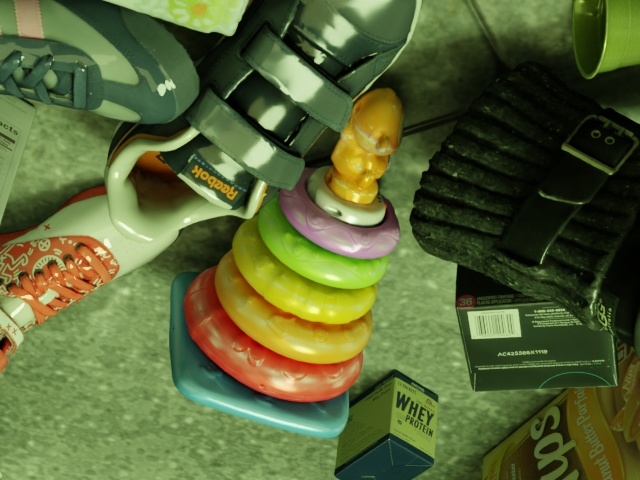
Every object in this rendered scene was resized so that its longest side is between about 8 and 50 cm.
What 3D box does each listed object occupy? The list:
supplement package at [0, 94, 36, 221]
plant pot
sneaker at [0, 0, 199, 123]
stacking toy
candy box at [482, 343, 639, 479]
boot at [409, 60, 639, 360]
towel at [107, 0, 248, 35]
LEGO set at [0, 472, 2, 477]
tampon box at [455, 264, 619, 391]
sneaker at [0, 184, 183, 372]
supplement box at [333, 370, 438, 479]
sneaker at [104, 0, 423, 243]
[{"bbox_3d":[-0.396,-0.041,1.376,0.204,0.145,0.262,31,131,-22],"label":"supplement package"},{"bbox_3d":[0.233,-0.160,1.223,0.079,0.083,0.083,-2,136,-8],"label":"plant pot"},{"bbox_3d":[-0.249,-0.134,1.217,0.319,0.131,0.112,20,141,13],"label":"sneaker"},{"bbox_3d":[0.000,0.000,1.381,0.165,0.175,0.302,17,121,-17],"label":"stacking toy"},{"bbox_3d":[0.266,0.206,1.504,0.087,0.183,0.316,28,132,-18],"label":"candy box"},{"bbox_3d":[0.262,-0.065,1.255,0.260,0.348,0.131,32,148,39],"label":"boot"},{"bbox_3d":[-0.174,-0.294,1.052,0.374,0.090,0.320,19,141,-10],"label":"towel"},{"bbox_3d":[-0.475,0.213,1.730,0.244,0.060,0.182,-23,125,17],"label":"LEGO set"},{"bbox_3d":[0.175,0.027,1.352,0.120,0.161,0.101,-4,134,10],"label":"tampon box"},{"bbox_3d":[-0.243,0.048,1.444,0.270,0.145,0.090,-14,131,21],"label":"sneaker"},{"bbox_3d":[0.063,0.184,1.582,0.056,0.083,0.083,33,131,-23],"label":"supplement box"},{"bbox_3d":[-0.045,-0.103,1.280,0.126,0.127,0.321,35,128,-24],"label":"sneaker"}]
